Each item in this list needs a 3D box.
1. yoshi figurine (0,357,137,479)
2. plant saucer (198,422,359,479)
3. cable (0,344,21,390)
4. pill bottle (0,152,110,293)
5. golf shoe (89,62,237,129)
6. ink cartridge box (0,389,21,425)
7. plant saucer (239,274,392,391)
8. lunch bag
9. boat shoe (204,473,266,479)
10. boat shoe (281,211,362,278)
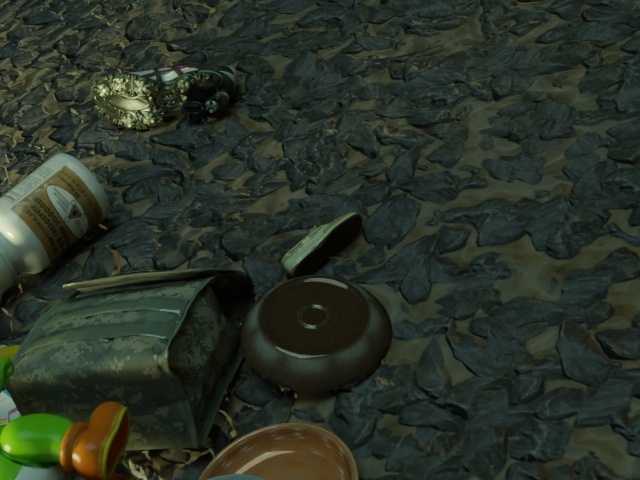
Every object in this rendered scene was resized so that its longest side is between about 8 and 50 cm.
[{"bbox_3d":[-0.398,0.253,1.272,0.362,0.203,0.203,1,66,4],"label":"yoshi figurine"},{"bbox_3d":[-0.049,0.295,1.219,0.200,0.037,0.200,-12,40,11],"label":"plant saucer"},{"bbox_3d":[-0.499,0.180,1.418,0.139,0.287,0.072,-22,77,23],"label":"cable"},{"bbox_3d":[-0.456,-0.022,1.702,0.131,0.131,0.229,21,55,40],"label":"pill bottle"},{"bbox_3d":[-0.280,-0.269,1.961,0.273,0.105,0.120,1,27,16],"label":"golf shoe"},{"bbox_3d":[-0.403,0.252,1.417,0.088,0.052,0.122,-23,40,-2],"label":"ink cartridge box"},{"bbox_3d":[-0.007,0.107,1.388,0.199,0.036,0.198,-2,44,2],"label":"plant saucer"},{"bbox_3d":[-0.232,0.128,1.398,0.235,0.169,0.287,-7,29,18],"label":"lunch bag"},{"bbox_3d":[-0.133,0.297,1.177,0.183,0.083,0.065,0,65,-15],"label":"boat shoe"},{"bbox_3d":[0.000,0.000,1.535,0.135,0.050,0.045,-38,47,-20],"label":"boat shoe"}]
